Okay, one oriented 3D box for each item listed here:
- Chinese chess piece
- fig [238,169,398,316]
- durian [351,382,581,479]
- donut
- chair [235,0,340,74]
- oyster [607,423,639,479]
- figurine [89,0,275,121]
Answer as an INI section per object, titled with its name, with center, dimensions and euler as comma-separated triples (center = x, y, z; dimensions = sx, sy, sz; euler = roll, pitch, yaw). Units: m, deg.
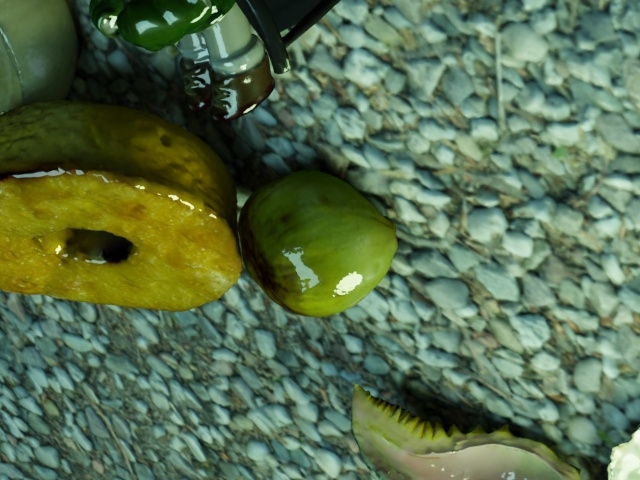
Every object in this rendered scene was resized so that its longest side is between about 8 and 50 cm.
[Chinese chess piece]
center = -0.356, -0.206, 1.869
dimensions = 0.250, 0.103, 0.249
euler = 21, 134, 23
[fig]
center = -0.010, 0.005, 1.759
dimensions = 0.153, 0.121, 0.136
euler = 29, 143, 21
[durian]
center = 0.148, 0.281, 1.855
dimensions = 0.305, 0.185, 0.195
euler = 40, 153, 35
[donut]
center = -0.219, -0.034, 1.832
dimensions = 0.303, 0.110, 0.303
euler = 6, 151, 3
[chair]
center = -0.034, -0.238, 1.457
dimensions = 0.141, 0.260, 0.154
euler = -23, 108, 47
[oyster]
center = 0.330, 0.234, 1.739
dimensions = 0.133, 0.072, 0.209
euler = 22, 117, 31
[figurine]
center = -0.159, -0.266, 1.617
dimensions = 0.281, 0.167, 0.370
euler = 29, 155, 56
